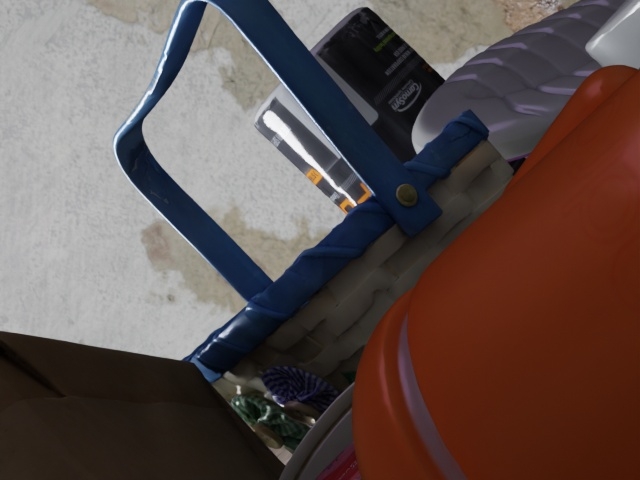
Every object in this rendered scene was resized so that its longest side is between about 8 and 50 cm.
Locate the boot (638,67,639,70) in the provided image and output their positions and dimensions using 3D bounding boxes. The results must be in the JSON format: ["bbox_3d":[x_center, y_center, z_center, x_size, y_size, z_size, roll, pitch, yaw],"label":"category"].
[{"bbox_3d":[0.136,-0.071,0.609,0.161,0.246,0.083,-42,-38,8],"label":"boot"}]

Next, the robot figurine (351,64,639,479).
[{"bbox_3d":[0.095,0.032,0.497,0.219,0.158,0.128,-45,-16,33],"label":"robot figurine"}]

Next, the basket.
[{"bbox_3d":[0.000,0.000,0.988,0.201,0.289,0.255,-37,-6,-24],"label":"basket"}]

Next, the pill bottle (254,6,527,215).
[{"bbox_3d":[0.077,-0.054,1.301,0.130,0.246,0.130,-46,0,0],"label":"pill bottle"}]

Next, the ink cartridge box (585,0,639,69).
[{"bbox_3d":[0.322,-0.204,1.064,0.273,0.114,0.197,-47,0,-21],"label":"ink cartridge box"}]

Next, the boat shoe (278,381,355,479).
[{"bbox_3d":[0.081,0.062,0.804,0.254,0.095,0.079,-44,2,-3],"label":"boat shoe"}]

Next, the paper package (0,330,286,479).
[{"bbox_3d":[-0.166,0.218,0.826,0.325,0.168,0.309,-47,-15,6],"label":"paper package"}]

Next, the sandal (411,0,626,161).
[{"bbox_3d":[0.260,-0.137,1.244,0.416,0.102,0.169,-31,24,-18],"label":"sandal"}]

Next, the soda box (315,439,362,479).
[{"bbox_3d":[0.117,0.037,0.679,0.263,0.083,0.092,-45,1,-2],"label":"soda box"}]

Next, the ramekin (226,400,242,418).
[{"bbox_3d":[-0.176,0.218,1.233,0.277,0.135,0.277,-16,2,1],"label":"ramekin"}]
